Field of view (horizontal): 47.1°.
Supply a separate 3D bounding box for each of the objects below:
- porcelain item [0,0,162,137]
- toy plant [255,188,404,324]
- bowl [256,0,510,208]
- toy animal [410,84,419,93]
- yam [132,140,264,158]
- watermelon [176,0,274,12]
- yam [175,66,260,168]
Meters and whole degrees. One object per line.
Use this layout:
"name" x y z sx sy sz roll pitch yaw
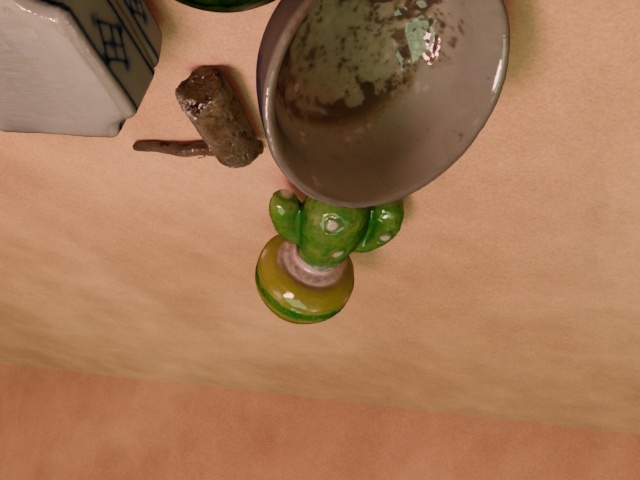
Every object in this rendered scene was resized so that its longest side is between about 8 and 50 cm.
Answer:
"porcelain item" -0.355 -0.261 0.874 0.282 0.157 0.286 6 155 18
"toy plant" 0.000 0.000 1.284 0.224 0.184 0.316 13 139 -14
"bowl" 0.046 -0.192 0.799 0.289 0.146 0.289 -16 130 -21
"toy animal" 0.075 -0.168 0.977 0.136 0.073 0.181 -2 149 3
"yam" -0.201 -0.148 1.191 0.234 0.027 0.029 3 179 20
"watermelon" -0.097 -0.301 0.717 0.232 0.127 0.204 9 151 -5
"yam" -0.144 -0.171 1.062 0.078 0.078 0.179 5 155 15
